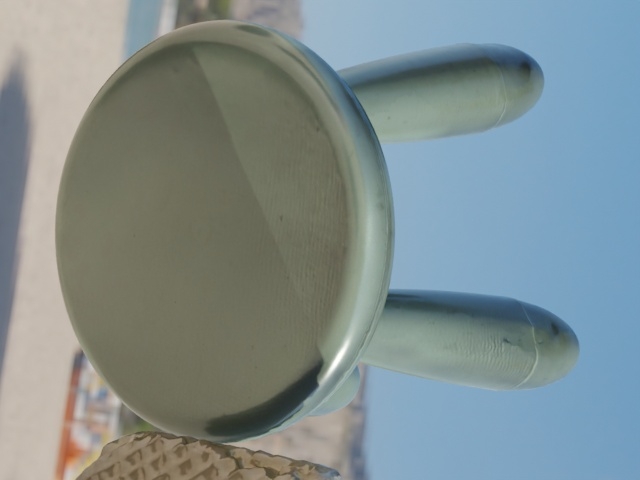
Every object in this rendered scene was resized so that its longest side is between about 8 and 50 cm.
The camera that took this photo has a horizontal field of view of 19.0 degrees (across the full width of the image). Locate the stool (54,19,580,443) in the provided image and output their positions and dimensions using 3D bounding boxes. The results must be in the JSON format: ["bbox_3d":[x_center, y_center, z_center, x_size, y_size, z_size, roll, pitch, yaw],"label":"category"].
[{"bbox_3d":[0.000,0.000,0.949,0.199,0.195,0.195,5,77,-54],"label":"stool"}]

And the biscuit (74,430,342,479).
[{"bbox_3d":[-0.121,0.267,0.733,0.078,0.144,0.426,51,59,-38],"label":"biscuit"}]
